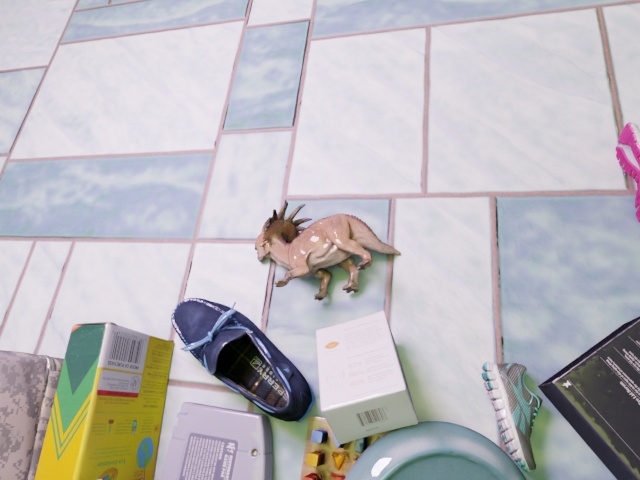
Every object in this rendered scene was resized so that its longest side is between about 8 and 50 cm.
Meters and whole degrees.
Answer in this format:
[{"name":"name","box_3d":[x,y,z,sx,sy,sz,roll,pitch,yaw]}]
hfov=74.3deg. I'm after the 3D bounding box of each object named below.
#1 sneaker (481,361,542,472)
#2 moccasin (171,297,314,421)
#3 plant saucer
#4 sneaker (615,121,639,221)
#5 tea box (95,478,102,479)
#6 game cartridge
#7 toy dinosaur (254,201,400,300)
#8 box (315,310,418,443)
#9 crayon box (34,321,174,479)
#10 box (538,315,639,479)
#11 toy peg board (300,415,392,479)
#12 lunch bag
[{"name":"sneaker","box_3d":[0.316,0.271,0.667,0.076,0.065,0.166,-12,67,5]},{"name":"moccasin","box_3d":[-0.155,0.199,0.789,0.342,0.117,0.137,26,76,23]},{"name":"plant saucer","box_3d":[0.174,0.427,0.594,0.318,0.043,0.317,1,74,-4]},{"name":"sneaker","box_3d":[0.610,-0.103,0.723,0.111,0.103,0.252,-6,67,14]},{"name":"tea box","box_3d":[-0.421,0.511,0.468,0.324,0.220,0.328,-23,72,6]},{"name":"game cartridge","box_3d":[-0.185,0.447,0.730,0.196,0.060,0.294,2,68,19]},{"name":"toy dinosaur","box_3d":[0.000,0.000,0.835,0.296,0.127,0.200,-14,58,3]},{"name":"box","box_3d":[0.070,0.218,0.695,0.130,0.091,0.170,-18,31,8]},{"name":"crayon box","box_3d":[-0.371,0.322,0.747,0.081,0.202,0.318,-5,66,13]},{"name":"box","box_3d":[0.487,0.266,0.600,0.184,0.103,0.261,-33,64,-4]},{"name":"toy peg board","box_3d":[0.040,0.381,0.682,0.161,0.079,0.160,3,69,16]},{"name":"lunch bag","box_3d":[-0.618,0.348,0.771,0.213,0.256,0.305,-6,66,12]}]
